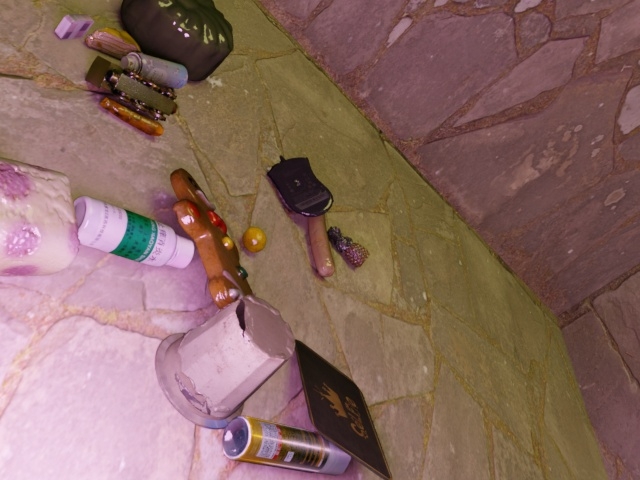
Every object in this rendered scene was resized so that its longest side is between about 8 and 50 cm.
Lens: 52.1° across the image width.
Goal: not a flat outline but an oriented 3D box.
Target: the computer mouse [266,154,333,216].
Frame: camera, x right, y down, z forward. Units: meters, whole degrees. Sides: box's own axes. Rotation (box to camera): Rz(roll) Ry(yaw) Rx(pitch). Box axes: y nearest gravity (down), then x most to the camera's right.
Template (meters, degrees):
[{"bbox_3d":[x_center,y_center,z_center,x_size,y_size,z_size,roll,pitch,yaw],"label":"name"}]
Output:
[{"bbox_3d":[-0.067,-0.164,2.084,0.147,0.088,0.264,-21,66,-18],"label":"computer mouse"}]

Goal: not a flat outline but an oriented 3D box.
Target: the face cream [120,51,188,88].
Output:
[{"bbox_3d":[-0.479,-0.487,1.873,0.075,0.075,0.229,56,25,14],"label":"face cream"}]

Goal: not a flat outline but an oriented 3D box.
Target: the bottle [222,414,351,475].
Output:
[{"bbox_3d":[-0.058,0.404,1.277,0.286,0.082,0.082,27,32,-41],"label":"bottle"}]

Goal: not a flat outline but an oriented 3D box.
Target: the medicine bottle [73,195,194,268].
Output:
[{"bbox_3d":[-0.376,-0.008,1.317,0.260,0.095,0.095,23,35,-46],"label":"medicine bottle"}]

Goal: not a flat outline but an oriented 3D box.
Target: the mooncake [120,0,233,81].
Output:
[{"bbox_3d":[-0.448,-0.691,2.086,0.356,0.194,0.356,40,24,-22],"label":"mooncake"}]

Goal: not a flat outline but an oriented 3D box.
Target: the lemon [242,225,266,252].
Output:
[{"bbox_3d":[-0.173,-0.004,1.707,0.062,0.062,0.083,23,35,-46],"label":"lemon"}]

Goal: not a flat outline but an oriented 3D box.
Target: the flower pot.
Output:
[{"bbox_3d":[-0.171,0.210,1.230,0.212,0.202,0.212,36,26,-21],"label":"flower pot"}]

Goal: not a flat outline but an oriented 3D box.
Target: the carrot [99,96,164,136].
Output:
[{"bbox_3d":[-0.475,-0.312,1.656,0.171,0.042,0.042,28,32,-40],"label":"carrot"}]

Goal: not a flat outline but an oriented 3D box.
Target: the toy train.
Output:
[{"bbox_3d":[-0.475,-0.387,1.684,0.137,0.090,0.226,31,5,36],"label":"toy train"}]

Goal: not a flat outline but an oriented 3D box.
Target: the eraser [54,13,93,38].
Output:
[{"bbox_3d":[-0.640,-0.557,1.705,0.026,0.065,0.105,49,24,-6],"label":"eraser"}]

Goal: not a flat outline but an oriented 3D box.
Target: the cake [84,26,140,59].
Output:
[{"bbox_3d":[-0.574,-0.567,1.825,0.185,0.080,0.116,12,46,-49],"label":"cake"}]

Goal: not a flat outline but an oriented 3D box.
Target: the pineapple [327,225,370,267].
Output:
[{"bbox_3d":[0.084,0.016,2.133,0.159,0.074,0.074,41,24,0],"label":"pineapple"}]

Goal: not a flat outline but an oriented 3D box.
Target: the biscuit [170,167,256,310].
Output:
[{"bbox_3d":[-0.232,0.001,1.471,0.431,0.064,0.283,64,4,28],"label":"biscuit"}]

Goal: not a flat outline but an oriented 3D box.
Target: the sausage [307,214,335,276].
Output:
[{"bbox_3d":[-0.002,-0.001,2.007,0.066,0.066,0.301,35,25,-30],"label":"sausage"}]

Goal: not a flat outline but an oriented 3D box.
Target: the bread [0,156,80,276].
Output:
[{"bbox_3d":[-0.543,-0.046,0.985,0.338,0.155,0.187,13,55,-56],"label":"bread"}]

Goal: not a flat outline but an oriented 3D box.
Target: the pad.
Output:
[{"bbox_3d":[0.085,0.373,1.492,0.315,0.063,0.375,41,11,-22],"label":"pad"}]
